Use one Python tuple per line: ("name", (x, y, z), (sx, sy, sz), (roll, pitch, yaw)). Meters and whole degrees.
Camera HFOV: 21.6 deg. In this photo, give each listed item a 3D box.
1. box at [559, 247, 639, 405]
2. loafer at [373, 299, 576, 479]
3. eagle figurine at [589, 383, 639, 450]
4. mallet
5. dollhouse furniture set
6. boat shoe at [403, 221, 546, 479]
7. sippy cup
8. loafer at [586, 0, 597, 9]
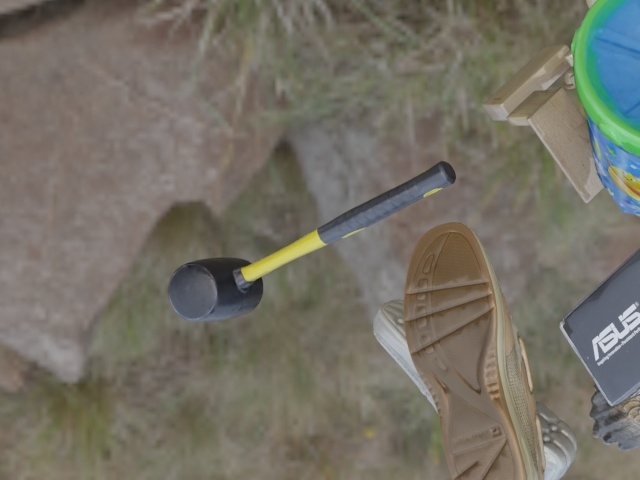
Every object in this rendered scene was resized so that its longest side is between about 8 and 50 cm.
("box", (0.285, -0.023, 0.904), (0.216, 0.060, 0.270), (-16, 157, -35))
("loafer", (0.186, 0.206, 2.177), (0.112, 0.319, 0.111), (-30, 158, -50))
("eagle figurine", (0.504, 0.210, 2.082), (0.298, 0.225, 0.226), (-19, 176, -3))
("mallet", (0.000, 0.000, 0.999), (0.189, 0.039, 0.062), (-25, 171, 18))
("dollhouse furniture set", (0.288, -0.140, 1.965), (0.123, 0.144, 0.151), (52, 164, -17))
("boat shoe", (0.184, 0.148, 1.958), (0.121, 0.341, 0.110), (-14, 170, 29))
("sippy cup", (0.381, -0.135, 1.781), (0.240, 0.305, 0.224), (18, 155, 15))
("loafer", (0.401, -0.386, 2.031), (0.102, 0.268, 0.092), (18, 162, 38))
